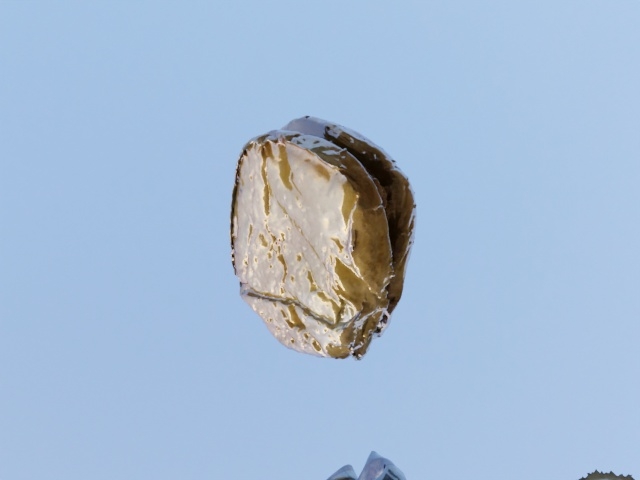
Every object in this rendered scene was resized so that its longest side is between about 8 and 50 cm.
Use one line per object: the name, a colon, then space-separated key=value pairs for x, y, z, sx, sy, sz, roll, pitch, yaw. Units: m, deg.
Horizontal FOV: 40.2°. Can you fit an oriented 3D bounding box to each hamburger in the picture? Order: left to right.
hamburger: x=0.000 y=-0.001 z=1.054 sx=0.145 sy=0.259 sz=0.283 roll=-16 pitch=-50 yaw=-46

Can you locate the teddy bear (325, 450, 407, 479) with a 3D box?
teddy bear: x=0.019 y=0.494 z=1.054 sx=0.362 sy=0.327 sz=0.375 roll=-14 pitch=-108 yaw=-44

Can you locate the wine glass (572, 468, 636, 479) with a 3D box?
wine glass: x=0.291 y=0.279 z=0.659 sx=0.143 sy=0.321 sz=0.143 roll=0 pitch=-90 yaw=-14
